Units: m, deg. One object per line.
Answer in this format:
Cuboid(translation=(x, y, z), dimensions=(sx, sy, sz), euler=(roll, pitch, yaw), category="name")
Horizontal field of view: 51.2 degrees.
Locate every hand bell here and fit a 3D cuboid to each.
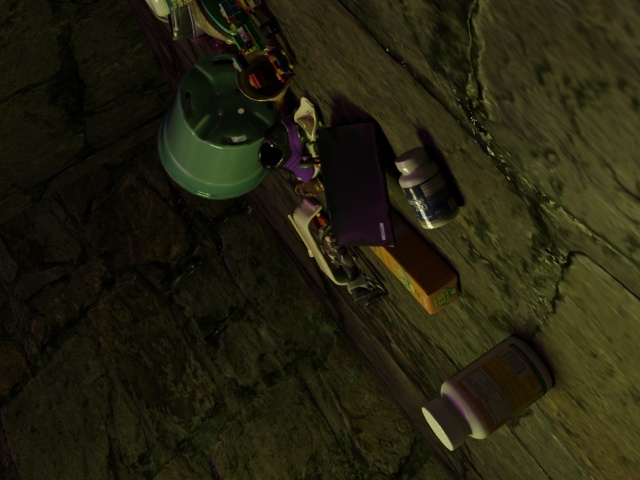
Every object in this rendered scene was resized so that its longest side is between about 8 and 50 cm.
Cuboid(translation=(-0.099, -0.338, 1.547), dimensions=(0.126, 0.126, 0.242), euler=(55, -178, 15), category="hand bell")

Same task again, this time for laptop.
Cuboid(translation=(0.075, -0.117, 1.333), dimensions=(0.264, 0.137, 0.234), euler=(-48, -50, -75), category="laptop")

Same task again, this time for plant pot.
Cuboid(translation=(-0.258, -0.314, 1.782), dimensions=(0.341, 0.341, 0.334), euler=(57, 162, 1), category="plant pot")

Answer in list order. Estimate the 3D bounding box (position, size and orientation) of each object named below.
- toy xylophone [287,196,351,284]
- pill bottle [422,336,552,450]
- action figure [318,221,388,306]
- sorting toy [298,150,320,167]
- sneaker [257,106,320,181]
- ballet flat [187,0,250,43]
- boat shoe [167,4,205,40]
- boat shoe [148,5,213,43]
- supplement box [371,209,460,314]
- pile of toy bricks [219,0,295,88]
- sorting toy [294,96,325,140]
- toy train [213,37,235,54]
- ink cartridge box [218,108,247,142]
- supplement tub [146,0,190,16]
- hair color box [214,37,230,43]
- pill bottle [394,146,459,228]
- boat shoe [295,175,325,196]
Cuboid(translation=(0.000, 0.000, 2.148), dimensions=(0.236, 0.081, 0.322), euler=(45, 165, 52), category="toy xylophone")
Cuboid(translation=(0.286, 0.269, 1.163), dimensions=(0.117, 0.209, 0.117), euler=(55, 170, 14), category="pill bottle")
Cuboid(translation=(0.077, 0.056, 1.921), dimensions=(0.285, 0.099, 0.185), euler=(57, 179, 23), category="action figure")
Cuboid(translation=(-0.011, -0.202, 1.599), dimensions=(0.102, 0.061, 0.042), euler=(8, 121, 42), category="sorting toy")
Cuboid(translation=(-0.090, -0.217, 1.678), dimensions=(0.102, 0.146, 0.293), euler=(54, 169, 20), category="sneaker")
Cuboid(translation=(-0.267, -0.555, 1.522), dimensions=(0.348, 0.123, 0.123), euler=(59, 172, 15), category="ballet flat")
Cuboid(translation=(-0.379, -0.660, 1.682), dimensions=(0.108, 0.102, 0.301), euler=(-138, 33, -62), category="boat shoe")
Cuboid(translation=(-0.415, -0.688, 1.944), dimensions=(0.302, 0.113, 0.103), euler=(39, 161, 31), category="boat shoe")
Cuboid(translation=(0.181, 0.038, 1.350), dimensions=(0.233, 0.080, 0.078), euler=(48, 167, 39), category="supplement box")
Cuboid(translation=(-0.150, -0.416, 1.393), dimensions=(0.212, 0.118, 0.105), euler=(60, 163, -17), category="pile of toy bricks")
Cuboid(translation=(-0.022, -0.277, 1.473), dimensions=(0.083, 0.045, 0.075), euler=(51, 162, 36), category="sorting toy")
Cuboid(translation=(-0.254, -0.528, 1.831), dimensions=(0.166, 0.046, 0.125), euler=(61, -170, -64), category="toy train")
Cuboid(translation=(-0.264, -0.383, 2.200), dimensions=(0.143, 0.092, 0.090), euler=(58, 170, -6), category="ink cartridge box")
Cuboid(translation=(-0.271, -0.552, 1.316), dimensions=(0.144, 0.200, 0.144), euler=(56, 173, 10), category="supplement tub")
Cuboid(translation=(-0.245, -0.546, 1.674), dimensions=(0.093, 0.053, 0.167), euler=(61, 172, -23), category="hair color box")
Cuboid(translation=(0.165, -0.084, 1.050), dimensions=(0.120, 0.067, 0.067), euler=(60, 170, -17), category="pill bottle")
Cuboid(translation=(-0.029, -0.146, 1.871), dimensions=(0.064, 0.060, 0.178), euler=(59, 171, -12), category="boat shoe")
